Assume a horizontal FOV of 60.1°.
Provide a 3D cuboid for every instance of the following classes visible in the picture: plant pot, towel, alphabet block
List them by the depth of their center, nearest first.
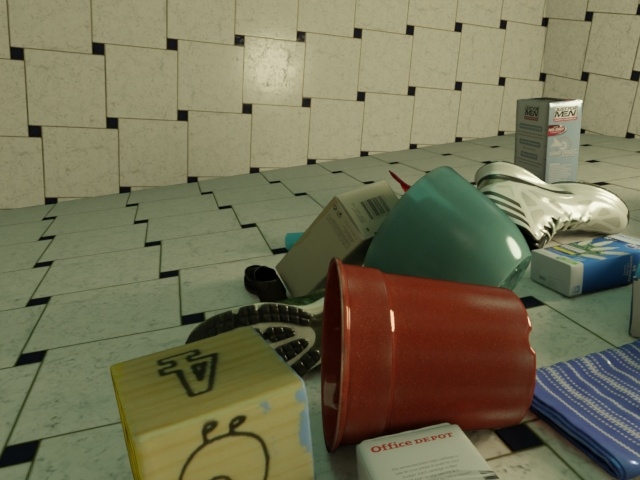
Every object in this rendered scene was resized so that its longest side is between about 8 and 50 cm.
[{"bbox_3d":[-0.136,0.246,0.696,0.197,0.193,0.193,-14,18,-25],"label":"alphabet block"},{"bbox_3d":[0.144,0.164,0.803,0.264,0.273,0.272,2,17,-5],"label":"plant pot"},{"bbox_3d":[0.483,0.231,0.834,0.335,0.040,0.243,-10,19,-18],"label":"towel"},{"bbox_3d":[0.269,0.037,1.111,0.235,0.293,0.293,39,39,25],"label":"plant pot"}]

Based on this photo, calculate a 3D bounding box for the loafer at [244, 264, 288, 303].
[{"bbox_3d":[-0.132,0.094,1.347,0.080,0.078,0.220,-12,19,-23],"label":"loafer"}]

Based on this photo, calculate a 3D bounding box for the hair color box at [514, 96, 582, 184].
[{"bbox_3d":[0.693,-0.244,1.710,0.113,0.375,0.185,-7,18,-9],"label":"hair color box"}]

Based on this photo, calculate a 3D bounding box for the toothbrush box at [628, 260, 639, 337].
[{"bbox_3d":[0.736,0.091,1.062,0.216,0.126,0.295,7,22,34],"label":"toothbrush box"}]

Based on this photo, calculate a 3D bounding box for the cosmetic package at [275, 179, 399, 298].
[{"bbox_3d":[0.042,0.010,1.229,0.160,0.113,0.309,-20,-17,-40],"label":"cosmetic package"}]

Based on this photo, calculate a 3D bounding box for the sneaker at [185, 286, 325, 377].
[{"bbox_3d":[-0.055,0.170,1.048,0.410,0.158,0.182,-8,2,-24],"label":"sneaker"}]

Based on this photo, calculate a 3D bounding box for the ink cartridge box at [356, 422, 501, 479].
[{"bbox_3d":[0.133,0.304,0.621,0.139,0.082,0.191,-8,17,-11],"label":"ink cartridge box"}]

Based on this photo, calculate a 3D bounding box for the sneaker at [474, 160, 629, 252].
[{"bbox_3d":[0.629,-0.036,1.516,0.447,0.169,0.258,15,57,-3],"label":"sneaker"}]

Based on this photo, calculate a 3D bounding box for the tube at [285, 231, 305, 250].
[{"bbox_3d":[0.000,0.000,1.632,0.207,0.080,0.052,-3,48,16],"label":"tube"}]

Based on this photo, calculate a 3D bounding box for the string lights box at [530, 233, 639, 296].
[{"bbox_3d":[0.638,0.054,1.284,0.259,0.077,0.133,-10,17,-16],"label":"string lights box"}]

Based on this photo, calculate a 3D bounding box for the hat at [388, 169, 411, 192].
[{"bbox_3d":[0.358,-0.147,1.802,0.208,0.184,0.173,-17,22,-35],"label":"hat"}]
